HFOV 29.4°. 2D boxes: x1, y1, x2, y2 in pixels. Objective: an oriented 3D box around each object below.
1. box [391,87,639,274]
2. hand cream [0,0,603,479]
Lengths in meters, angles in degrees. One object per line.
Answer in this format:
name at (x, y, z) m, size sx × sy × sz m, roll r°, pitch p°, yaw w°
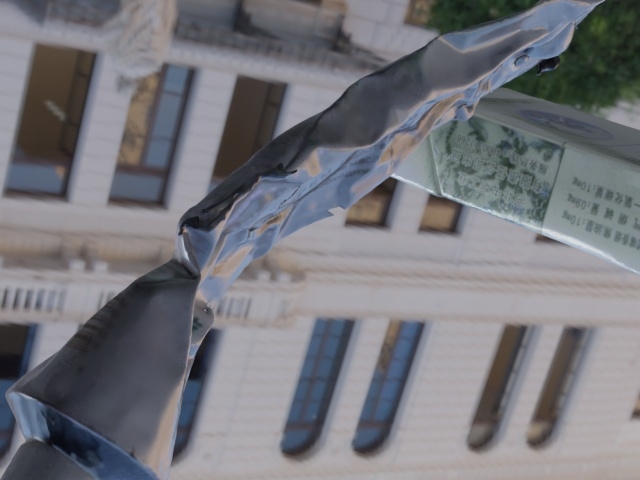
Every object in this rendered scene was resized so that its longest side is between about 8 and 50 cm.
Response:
box at (0.182, -0.049, 0.881) m, size 0.256 × 0.069 × 0.164 m, roll 25°, pitch -160°, yaw 39°
hand cream at (-0.003, -0.003, 0.362) m, size 0.050 × 0.257 × 0.084 m, roll 43°, pitch 161°, yaw 8°
